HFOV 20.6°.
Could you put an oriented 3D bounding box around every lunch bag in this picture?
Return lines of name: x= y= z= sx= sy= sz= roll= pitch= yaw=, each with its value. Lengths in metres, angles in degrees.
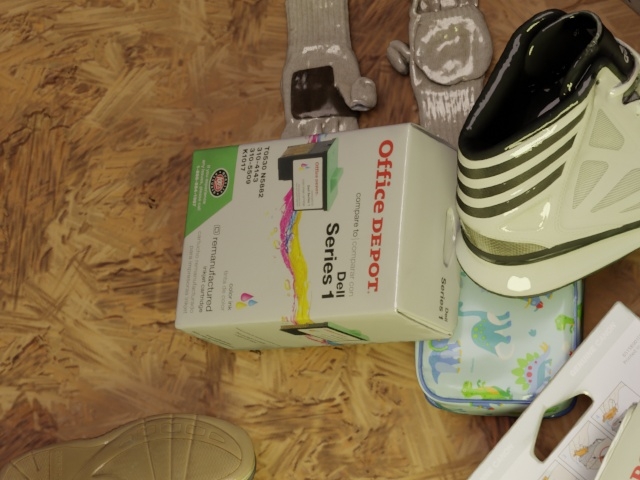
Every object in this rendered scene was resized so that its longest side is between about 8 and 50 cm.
lunch bag: x=0.184 y=0.071 z=1.821 sx=0.176 sy=0.090 sz=0.219 roll=0 pitch=74 yaw=11

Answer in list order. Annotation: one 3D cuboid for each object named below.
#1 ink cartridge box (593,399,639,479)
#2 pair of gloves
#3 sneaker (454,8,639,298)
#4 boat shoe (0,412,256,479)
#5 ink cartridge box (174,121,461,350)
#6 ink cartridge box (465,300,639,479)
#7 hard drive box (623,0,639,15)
ink cartridge box: x=0.384 y=0.311 z=1.587 sx=0.306 sy=0.131 sz=0.226 roll=25 pitch=82 yaw=28
pair of gloves: x=0.071 y=-0.190 z=1.948 sx=0.240 sy=0.042 sz=0.204 roll=0 pitch=74 yaw=11
sneaker: x=0.330 y=-0.126 z=1.695 sx=0.447 sy=0.257 sz=0.169 roll=-25 pitch=51 yaw=-12
boat shoe: x=-0.197 y=0.254 z=1.849 sx=0.285 sy=0.092 sz=0.103 roll=-13 pitch=53 yaw=11
ink cartridge box: x=0.000 y=0.000 z=1.820 sx=0.278 sy=0.117 sz=0.201 roll=-5 pitch=72 yaw=33
ink cartridge box: x=0.300 y=0.239 z=1.742 sx=0.239 sy=0.060 sz=0.275 roll=40 pitch=85 yaw=10
hard drive box: x=0.375 y=-0.288 z=1.810 sx=0.089 sy=0.232 sz=0.181 roll=-44 pitch=70 yaw=-2
